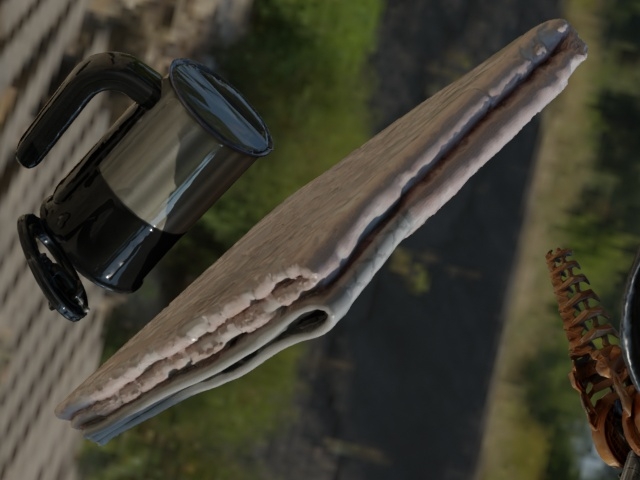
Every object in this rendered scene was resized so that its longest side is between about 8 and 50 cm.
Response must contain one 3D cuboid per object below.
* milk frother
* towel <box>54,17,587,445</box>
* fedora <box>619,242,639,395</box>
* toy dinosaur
[{"bbox_3d":[-0.113,-0.029,1.183,0.135,0.129,0.143,-45,-142,22],"label":"milk frother"},{"bbox_3d":[0.000,0.000,1.311,0.317,0.053,0.332,-44,-172,-39],"label":"towel"},{"bbox_3d":[0.299,0.062,0.820,0.152,0.334,0.334,-92,-171,-49],"label":"fedora"},{"bbox_3d":[0.304,0.144,1.626,0.218,0.164,0.322,-38,114,-39],"label":"toy dinosaur"}]
